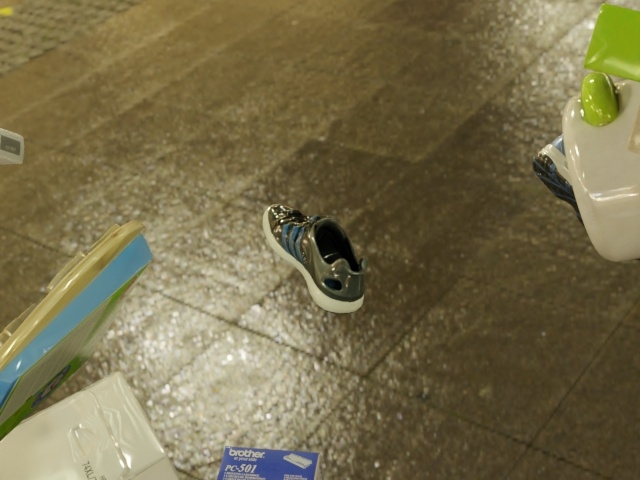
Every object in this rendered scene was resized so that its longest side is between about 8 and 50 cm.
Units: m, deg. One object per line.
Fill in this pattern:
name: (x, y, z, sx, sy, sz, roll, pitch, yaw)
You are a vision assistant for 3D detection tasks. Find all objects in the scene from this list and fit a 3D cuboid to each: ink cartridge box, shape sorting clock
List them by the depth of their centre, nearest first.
shape sorting clock: (-0.180, 0.067, 0.608, 0.040, 0.206, 0.206, 41, 49, 1)
ink cartridge box: (-0.039, 0.291, 0.995, 0.097, 0.207, 0.046, 2, 44, 10)
ink cartridge box: (-0.237, 0.332, 1.081, 0.197, 0.270, 0.198, -27, 30, -15)
ink cartridge box: (-0.641, -0.160, 1.593, 0.232, 0.066, 0.189, 2, -5, 16)

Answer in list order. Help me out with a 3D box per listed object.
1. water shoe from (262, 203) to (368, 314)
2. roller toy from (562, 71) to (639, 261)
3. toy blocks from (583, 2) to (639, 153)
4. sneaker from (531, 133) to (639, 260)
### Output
water shoe: (0.000, 0.000, 1.126, 0.073, 0.080, 0.203, -5, 36, -32)
roller toy: (0.355, -0.080, 1.041, 0.146, 0.209, 0.191, -14, 76, 23)
toy blocks: (0.414, -0.085, 0.737, 0.381, 0.190, 0.261, 21, 19, 24)
sneaker: (0.369, -0.057, 1.245, 0.081, 0.211, 0.080, -47, 17, -9)
